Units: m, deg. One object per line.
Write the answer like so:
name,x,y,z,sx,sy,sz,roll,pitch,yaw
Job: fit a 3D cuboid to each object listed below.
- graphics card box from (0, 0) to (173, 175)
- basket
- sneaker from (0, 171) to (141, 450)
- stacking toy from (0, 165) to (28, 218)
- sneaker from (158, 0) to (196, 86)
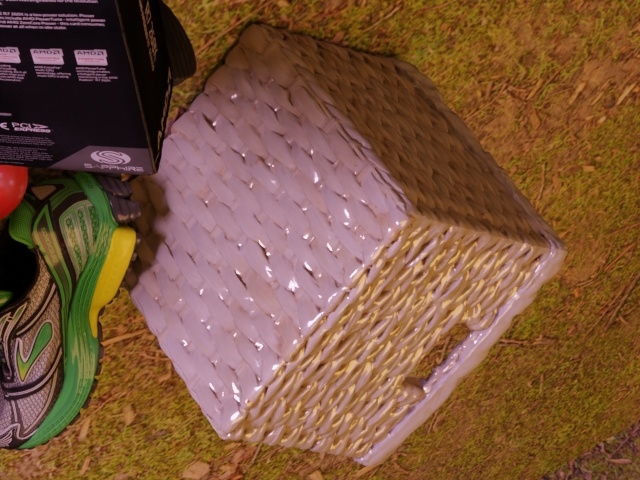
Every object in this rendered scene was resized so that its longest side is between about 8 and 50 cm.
graphics card box,-0.227,-0.175,0.977,0.233,0.094,0.371,3,151,4
basket,0.000,0.000,1.580,0.266,0.331,0.328,15,121,-48
sneaker,-0.301,0.072,1.568,0.146,0.134,0.343,-4,128,-35
stacking toy,-0.393,0.028,1.398,0.330,0.141,0.141,-49,149,5
sneaker,-0.255,-0.159,1.305,0.331,0.122,0.146,0,150,-48
